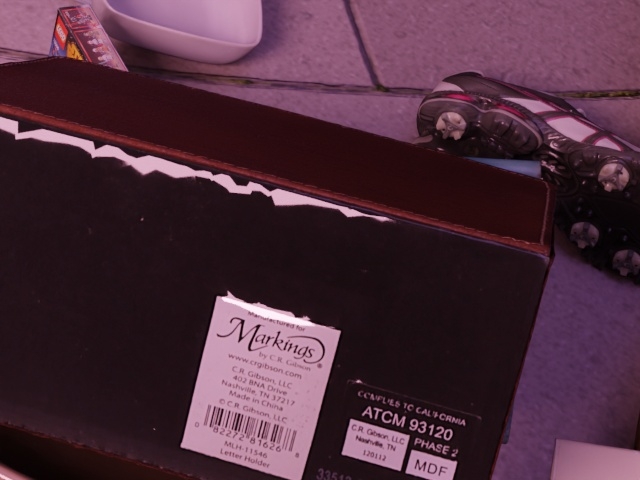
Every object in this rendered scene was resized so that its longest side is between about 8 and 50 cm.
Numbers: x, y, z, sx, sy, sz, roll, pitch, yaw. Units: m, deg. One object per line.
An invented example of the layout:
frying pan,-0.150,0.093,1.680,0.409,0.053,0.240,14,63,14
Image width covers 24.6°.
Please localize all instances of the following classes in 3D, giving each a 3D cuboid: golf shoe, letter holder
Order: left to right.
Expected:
letter holder,-0.043,0.014,0.765,0.302,0.152,0.214,15,15,6
golf shoe,0.208,-0.061,1.154,0.273,0.105,0.120,27,38,2

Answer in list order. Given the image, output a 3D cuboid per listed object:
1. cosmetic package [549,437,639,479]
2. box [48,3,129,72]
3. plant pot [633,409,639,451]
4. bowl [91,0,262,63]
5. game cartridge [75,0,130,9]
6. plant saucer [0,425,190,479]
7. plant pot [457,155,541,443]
cosmetic package,0.273,0.221,0.826,0.310,0.160,0.113,7,44,8
box,-0.156,-0.086,1.036,0.027,0.094,0.137,-13,56,-30
plant pot,0.318,0.097,0.990,0.237,0.237,0.254,19,31,-5
bowl,-0.121,-0.200,1.167,0.142,0.053,0.142,10,52,-25
game cartridge,-0.172,-0.216,1.202,0.056,0.017,0.083,20,46,1
plant saucer,-0.135,0.105,0.822,0.278,0.041,0.278,25,11,-5
plant pot,-0.001,0.025,0.920,0.234,0.165,0.165,6,88,-2
